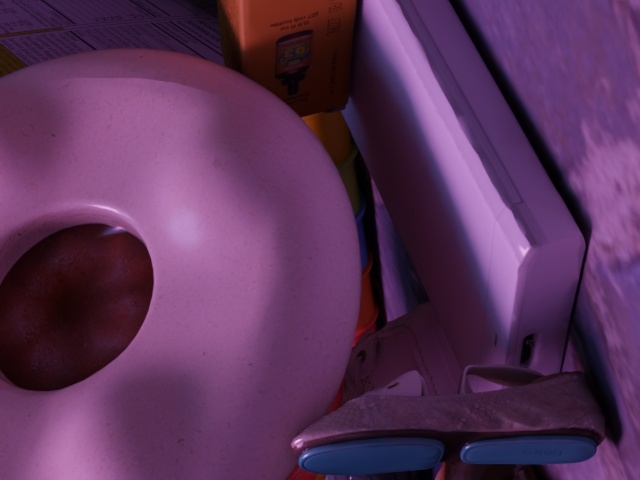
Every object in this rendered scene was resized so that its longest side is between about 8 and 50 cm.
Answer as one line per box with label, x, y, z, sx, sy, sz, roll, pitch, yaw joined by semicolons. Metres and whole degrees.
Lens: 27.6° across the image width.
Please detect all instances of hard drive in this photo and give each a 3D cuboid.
hard drive;0.069;-0.056;0.797;0.203;0.040;0.308;86;164;-53

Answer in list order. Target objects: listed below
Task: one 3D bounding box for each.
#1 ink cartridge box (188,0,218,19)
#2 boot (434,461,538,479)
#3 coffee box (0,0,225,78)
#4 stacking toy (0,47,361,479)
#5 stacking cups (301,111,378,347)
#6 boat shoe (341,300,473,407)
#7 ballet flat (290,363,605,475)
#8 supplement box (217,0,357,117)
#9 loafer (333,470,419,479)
ink cartridge box;-0.122;-0.250;1.453;0.208;0.086;0.153;84;166;-48
boot;0.096;0.234;0.946;0.236;0.089;0.270;-94;10;-53
coffee box;-0.238;-0.037;1.236;0.338;0.334;0.338;36;128;39
stacking toy;-0.091;0.124;0.926;0.480;0.350;0.351;57;-171;-58
stacking cups;0.000;0.000;1.142;0.096;0.096;0.316;-118;14;-53
boat shoe;0.053;0.117;1.010;0.277;0.096;0.098;108;145;-74
ballet flat;0.065;0.093;0.685;0.057;0.168;0.052;106;161;-57
supplement box;-0.023;-0.159;0.792;0.233;0.078;0.080;93;158;-62
loafer;0.070;0.245;1.266;0.096;0.084;0.267;33;154;26
